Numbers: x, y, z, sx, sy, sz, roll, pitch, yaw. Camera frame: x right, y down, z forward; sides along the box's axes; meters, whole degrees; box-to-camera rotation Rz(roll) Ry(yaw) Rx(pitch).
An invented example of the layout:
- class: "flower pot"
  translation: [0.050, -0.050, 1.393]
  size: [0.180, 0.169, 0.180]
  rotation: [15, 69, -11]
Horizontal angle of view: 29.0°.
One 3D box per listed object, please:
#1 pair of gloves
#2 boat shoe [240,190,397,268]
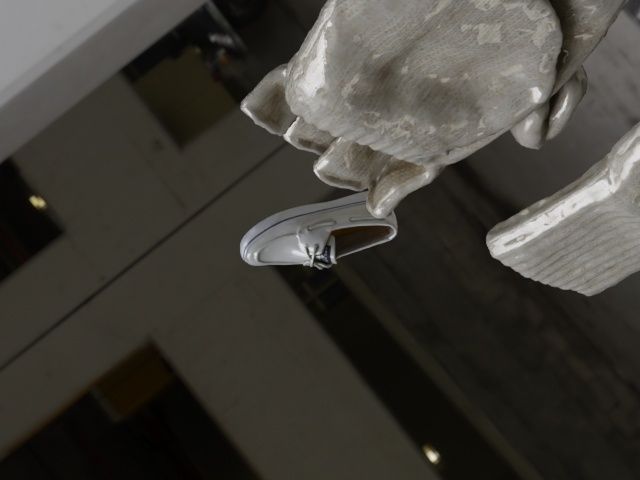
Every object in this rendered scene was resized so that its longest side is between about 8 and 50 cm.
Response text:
- class: "pair of gloves"
  translation: [0.107, -0.051, 0.465]
  size: [0.240, 0.204, 0.042]
  rotation: [25, -134, -37]
- class: "boat shoe"
  translation: [0.000, 0.000, 0.769]
  size: [0.035, 0.100, 0.035]
  rotation: [80, 174, -48]
